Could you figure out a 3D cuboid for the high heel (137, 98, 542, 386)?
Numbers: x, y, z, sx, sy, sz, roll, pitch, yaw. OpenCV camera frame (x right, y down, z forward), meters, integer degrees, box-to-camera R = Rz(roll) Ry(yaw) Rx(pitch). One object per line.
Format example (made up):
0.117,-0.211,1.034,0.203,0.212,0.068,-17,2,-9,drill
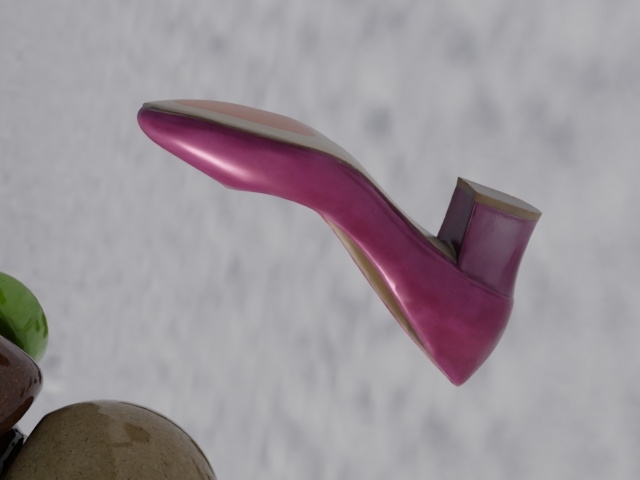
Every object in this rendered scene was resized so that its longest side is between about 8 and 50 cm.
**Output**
0.000,0.000,1.096,0.082,0.244,0.117,-131,60,-67,high heel

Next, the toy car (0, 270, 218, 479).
-0.091,0.114,0.719,0.155,0.188,0.149,-61,-15,-63,toy car
